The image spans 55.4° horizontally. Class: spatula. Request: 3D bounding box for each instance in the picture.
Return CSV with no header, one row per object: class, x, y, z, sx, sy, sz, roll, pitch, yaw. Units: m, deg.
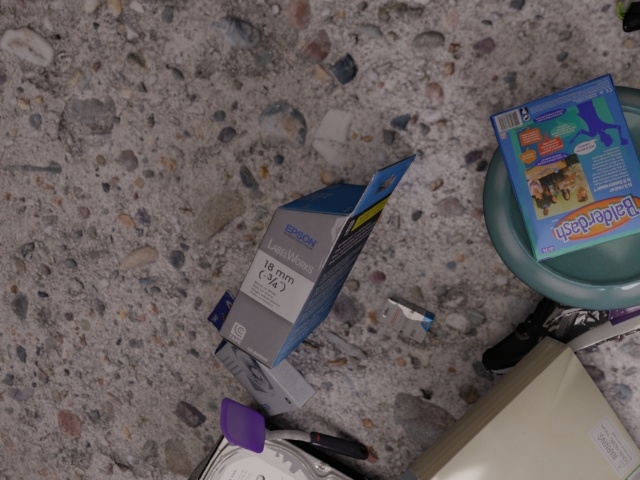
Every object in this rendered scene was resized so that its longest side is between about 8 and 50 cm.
spatula,-0.042,0.350,1.082,0.296,0.084,0.030,18,127,-18

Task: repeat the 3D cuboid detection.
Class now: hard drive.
hard drive,-0.062,0.490,1.112,0.338,0.064,0.237,31,89,-1

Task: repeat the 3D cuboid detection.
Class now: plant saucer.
plant saucer,0.387,-0.061,0.844,0.317,0.043,0.318,0,89,19

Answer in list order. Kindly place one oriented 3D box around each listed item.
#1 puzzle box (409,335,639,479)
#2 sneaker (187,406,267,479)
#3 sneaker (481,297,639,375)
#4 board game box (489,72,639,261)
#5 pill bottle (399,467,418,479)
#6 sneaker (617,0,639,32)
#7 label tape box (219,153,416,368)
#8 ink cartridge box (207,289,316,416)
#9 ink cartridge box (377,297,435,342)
puzzle box,0.343,0.373,0.883,0.272,0.052,0.409,-41,109,-8
sneaker,-0.187,0.440,1.183,0.099,0.121,0.262,36,112,7
sneaker,0.364,0.104,0.922,0.283,0.107,0.124,-27,85,17
board game box,0.335,-0.093,0.815,0.160,0.047,0.210,-17,83,18
pill bottle,0.251,0.556,1.016,0.204,0.204,0.361,-10,100,22
sneaker,0.488,-0.243,0.785,0.235,0.084,0.097,46,111,14
label tape box,0.000,0.000,0.935,0.105,0.240,0.334,31,111,11
ink cartridge box,-0.125,0.208,1.073,0.224,0.045,0.223,48,154,3
ink cartridge box,0.145,0.131,1.033,0.083,0.028,0.048,26,111,11
